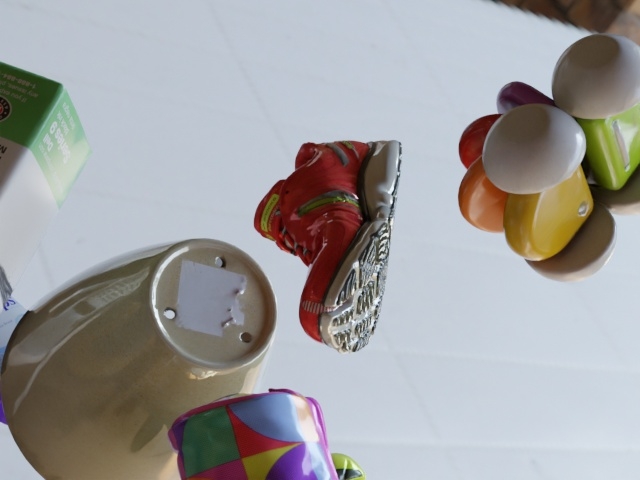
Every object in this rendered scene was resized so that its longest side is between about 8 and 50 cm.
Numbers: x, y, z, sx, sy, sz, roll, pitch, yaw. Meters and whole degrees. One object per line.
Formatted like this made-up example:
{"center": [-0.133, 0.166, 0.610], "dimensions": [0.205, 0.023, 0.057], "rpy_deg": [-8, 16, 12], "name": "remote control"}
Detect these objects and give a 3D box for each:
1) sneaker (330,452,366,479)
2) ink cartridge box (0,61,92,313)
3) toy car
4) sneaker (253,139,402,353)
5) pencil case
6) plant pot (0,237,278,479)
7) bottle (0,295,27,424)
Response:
{"center": [-0.096, 0.278, 1.288], "dimensions": [0.296, 0.123, 0.109], "rpy_deg": [-11, 81, -22], "name": "sneaker"}
{"center": [-0.357, -0.020, 1.166], "dimensions": [0.211, 0.121, 0.289], "rpy_deg": [20, 66, 11], "name": "ink cartridge box"}
{"center": [0.179, -0.071, 1.064], "dimensions": [0.136, 0.182, 0.159], "rpy_deg": [29, -23, 43], "name": "toy car"}
{"center": [0.000, 0.000, 1.156], "dimensions": [0.118, 0.107, 0.279], "rpy_deg": [7, 29, 4], "name": "sneaker"}
{"center": [-0.016, 0.204, 0.825], "dimensions": [0.104, 0.104, 0.236], "rpy_deg": [-6, 73, -49], "name": "pencil case"}
{"center": [-0.154, 0.106, 1.343], "dimensions": [0.257, 0.274, 0.256], "rpy_deg": [11, 64, -22], "name": "plant pot"}
{"center": [-0.417, 0.091, 1.618], "dimensions": [0.283, 0.092, 0.118], "rpy_deg": [41, 37, 14], "name": "bottle"}
